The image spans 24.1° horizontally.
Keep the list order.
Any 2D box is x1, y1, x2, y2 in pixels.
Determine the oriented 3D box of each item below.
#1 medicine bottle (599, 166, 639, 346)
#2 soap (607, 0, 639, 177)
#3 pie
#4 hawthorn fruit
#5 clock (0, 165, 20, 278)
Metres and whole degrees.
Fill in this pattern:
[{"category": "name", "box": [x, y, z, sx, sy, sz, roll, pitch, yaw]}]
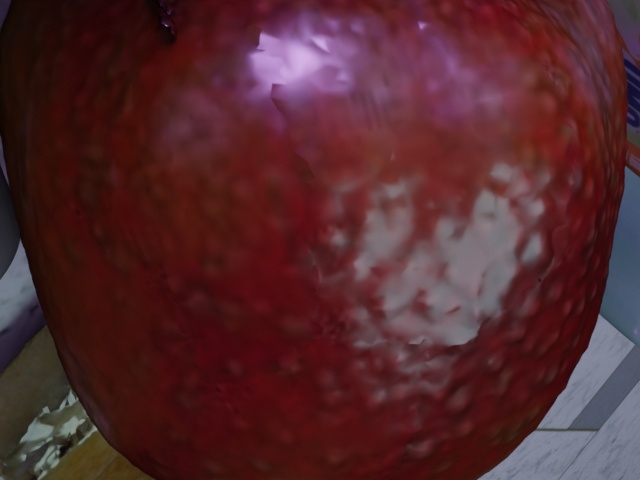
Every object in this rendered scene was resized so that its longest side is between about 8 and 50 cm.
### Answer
[{"category": "medicine bottle", "box": [0.283, 0.010, 1.284, 0.139, 0.225, 0.139, -36, 152, -22]}, {"category": "soap", "box": [0.219, -0.165, 0.977, 0.138, 0.182, 0.199, -37, 152, -21]}, {"category": "pie", "box": [-0.126, 0.139, 0.975, 0.339, 0.083, 0.339, -40, 154, -24]}, {"category": "hawthorn fruit", "box": [0.000, 0.000, 0.702, 0.284, 0.284, 0.369, -26, 125, -39]}, {"category": "clock", "box": [-0.226, 0.008, 0.646, 0.191, 0.062, 0.151, -38, 154, -20]}]
